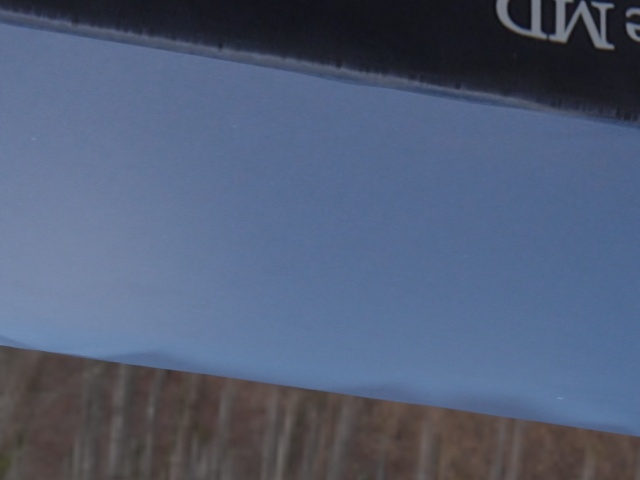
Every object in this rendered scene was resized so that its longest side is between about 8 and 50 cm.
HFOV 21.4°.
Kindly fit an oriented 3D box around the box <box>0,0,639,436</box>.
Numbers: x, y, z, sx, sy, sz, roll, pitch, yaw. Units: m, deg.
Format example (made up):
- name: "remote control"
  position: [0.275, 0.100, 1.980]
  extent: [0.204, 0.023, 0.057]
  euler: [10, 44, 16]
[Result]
- name: "box"
  position: [-0.033, -0.137, 0.480]
  extent: [0.343, 0.312, 0.179]
  euler: [9, 152, -9]
